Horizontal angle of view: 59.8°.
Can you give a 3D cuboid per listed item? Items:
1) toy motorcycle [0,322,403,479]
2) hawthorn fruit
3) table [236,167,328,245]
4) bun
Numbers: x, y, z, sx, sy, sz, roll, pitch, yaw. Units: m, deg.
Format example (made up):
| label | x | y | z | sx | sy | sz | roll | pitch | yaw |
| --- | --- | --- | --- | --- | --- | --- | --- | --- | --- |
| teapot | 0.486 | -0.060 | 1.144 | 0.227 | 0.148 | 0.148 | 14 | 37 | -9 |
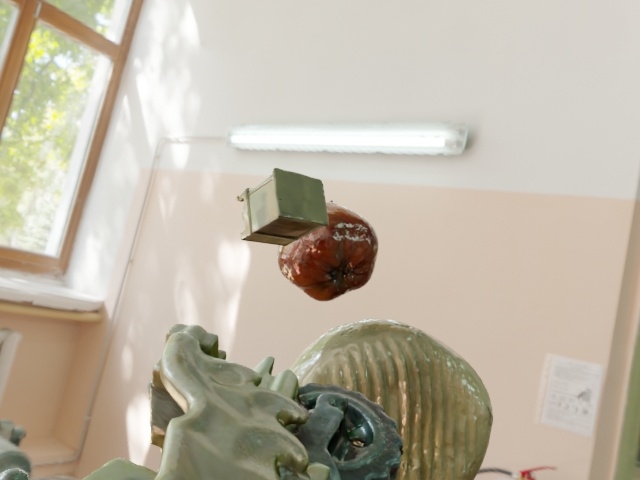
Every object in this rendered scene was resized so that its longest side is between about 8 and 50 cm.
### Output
| label | x | y | z | sx | sy | sz | roll | pitch | yaw |
| --- | --- | --- | --- | --- | --- | --- | --- | --- | --- |
| toy motorcycle | -0.095 | 0.195 | 0.356 | 0.237 | 0.169 | 0.410 | 19 | 22 | 18 |
| hawthorn fruit | 0.000 | 0.000 | 0.912 | 0.162 | 0.162 | 0.203 | 17 | 22 | -30 |
| table | -0.048 | -0.038 | 0.680 | 0.079 | 0.062 | 0.083 | 10 | -26 | -41 |
| bun | 0.085 | 0.286 | 0.898 | 0.362 | 0.326 | 0.234 | -26 | 5 | -10 |
